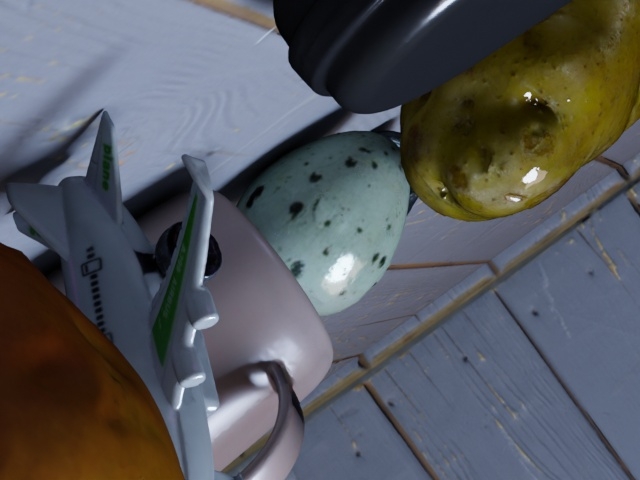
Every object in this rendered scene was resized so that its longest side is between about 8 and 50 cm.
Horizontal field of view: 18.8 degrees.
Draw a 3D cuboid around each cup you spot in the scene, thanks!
[{"bbox_3d":[-0.097,0.096,1.372,0.200,0.253,0.191,-36,134,-9],"label":"cup"}]

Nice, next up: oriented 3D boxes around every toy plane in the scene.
[{"bbox_3d":[-0.105,0.062,1.112,0.101,0.255,0.251,-3,152,-41],"label":"toy plane"}]

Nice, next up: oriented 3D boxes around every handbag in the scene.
[{"bbox_3d":[0.109,-0.185,1.106,0.308,0.093,0.254,-33,173,-10],"label":"handbag"}]

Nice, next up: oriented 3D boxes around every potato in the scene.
[{"bbox_3d":[0.195,-0.147,1.503,0.369,0.176,0.195,-39,136,-37],"label":"potato"}]

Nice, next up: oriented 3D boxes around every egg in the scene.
[{"bbox_3d":[0.005,-0.015,1.526,0.164,0.131,0.131,-42,171,1],"label":"egg"}]

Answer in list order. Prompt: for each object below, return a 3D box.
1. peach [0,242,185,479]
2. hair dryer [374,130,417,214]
[{"bbox_3d":[-0.237,0.151,0.940,0.343,0.301,0.343,-17,130,-22],"label":"peach"},{"bbox_3d":[0.000,0.000,1.689,0.219,0.071,0.124,-43,173,-16],"label":"hair dryer"}]
